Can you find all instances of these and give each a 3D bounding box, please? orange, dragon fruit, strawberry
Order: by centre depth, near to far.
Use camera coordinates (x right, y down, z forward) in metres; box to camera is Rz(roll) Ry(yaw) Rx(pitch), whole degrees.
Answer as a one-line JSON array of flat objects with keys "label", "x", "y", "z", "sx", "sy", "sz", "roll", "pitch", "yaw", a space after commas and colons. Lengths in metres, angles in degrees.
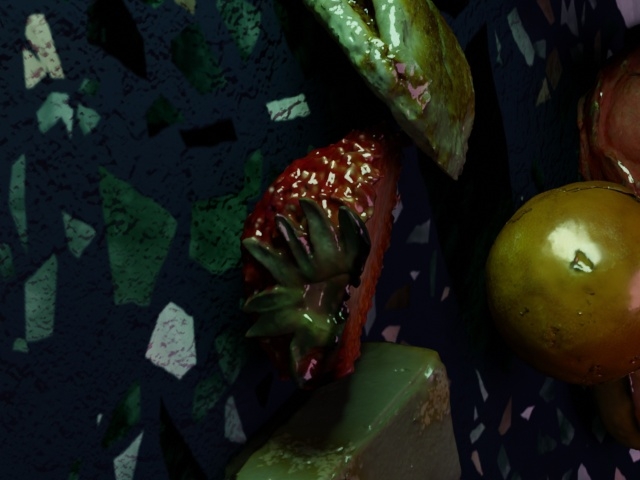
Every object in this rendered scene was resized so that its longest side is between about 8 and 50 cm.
[{"label": "strawberry", "x": 0.000, "y": 0.000, "z": 1.500, "sx": 0.306, "sy": 0.137, "sz": 0.233, "roll": -64, "pitch": 164, "yaw": -66}, {"label": "orange", "x": 0.311, "y": 0.052, "z": 1.806, "sx": 0.240, "sy": 0.240, "sz": 0.240, "roll": -5, "pitch": 97, "yaw": -53}, {"label": "dragon fruit", "x": 0.473, "y": -0.144, "z": 1.960, "sx": 0.295, "sy": 0.302, "sz": 0.295, "roll": 5, "pitch": 70, "yaw": -14}]

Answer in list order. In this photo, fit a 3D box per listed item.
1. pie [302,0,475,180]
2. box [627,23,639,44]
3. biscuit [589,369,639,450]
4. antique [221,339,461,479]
[{"label": "pie", "x": 0.083, "y": -0.179, "z": 1.537, "sx": 0.274, "sy": 0.105, "sz": 0.257, "roll": 31, "pitch": 35, "yaw": -60}, {"label": "box", "x": 0.500, "y": -0.206, "z": 2.186, "sx": 0.160, "sy": 0.050, "sz": 0.230, "roll": -26, "pitch": 113, "yaw": -49}, {"label": "biscuit", "x": 0.446, "y": 0.141, "z": 2.100, "sx": 0.296, "sy": 0.102, "sz": 0.296, "roll": -1, "pitch": 91, "yaw": -56}, {"label": "antique", "x": 0.014, "y": 0.224, "z": 1.508, "sx": 0.284, "sy": 0.125, "sz": 0.150, "roll": -33, "pitch": 118, "yaw": -47}]
